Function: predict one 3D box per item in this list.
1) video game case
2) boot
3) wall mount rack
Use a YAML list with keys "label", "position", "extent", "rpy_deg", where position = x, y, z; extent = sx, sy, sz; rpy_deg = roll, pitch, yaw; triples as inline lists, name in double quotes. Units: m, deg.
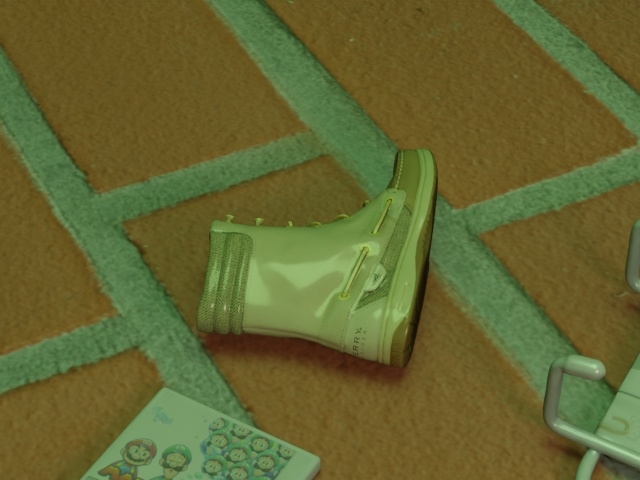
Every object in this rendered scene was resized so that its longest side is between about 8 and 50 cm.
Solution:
- label: "video game case"
  position: [-0.102, 0.196, 1.355]
  extent: [0.157, 0.019, 0.143]
  rpy_deg: [22, 45, 20]
- label: "boot"
  position: [0.000, 0.000, 1.530]
  extent: [0.204, 0.095, 0.262]
  rpy_deg: [7, 46, 6]
- label: "wall mount rack"
  position: [0.365, 0.117, 1.387]
  extent: [0.304, 0.130, 0.350]
  rpy_deg: [21, 45, 19]
